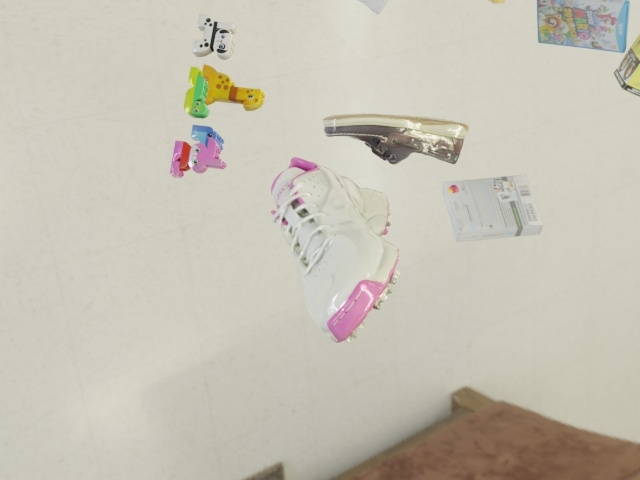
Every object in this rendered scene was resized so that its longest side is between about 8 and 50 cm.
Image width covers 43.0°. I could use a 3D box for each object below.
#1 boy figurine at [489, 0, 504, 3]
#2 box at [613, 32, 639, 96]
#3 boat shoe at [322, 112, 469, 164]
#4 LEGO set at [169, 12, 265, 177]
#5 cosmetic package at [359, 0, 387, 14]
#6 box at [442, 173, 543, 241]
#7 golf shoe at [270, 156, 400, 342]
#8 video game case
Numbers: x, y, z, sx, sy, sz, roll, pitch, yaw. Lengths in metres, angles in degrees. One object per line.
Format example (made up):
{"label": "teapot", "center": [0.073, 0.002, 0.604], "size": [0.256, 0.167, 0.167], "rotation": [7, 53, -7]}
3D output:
{"label": "boy figurine", "center": [0.348, -0.513, 1.510], "size": [0.285, 0.092, 0.177], "rotation": [-27, 152, -27]}
{"label": "box", "center": [0.650, -0.389, 1.536], "size": [0.058, 0.087, 0.232], "rotation": [22, 124, -9]}
{"label": "boat shoe", "center": [0.140, -0.186, 1.502], "size": [0.285, 0.103, 0.092], "rotation": [1, 101, -22]}
{"label": "LEGO set", "center": [-0.131, -0.186, 1.118], "size": [0.087, 0.093, 0.227], "rotation": [52, 46, -79]}
{"label": "cosmetic package", "center": [0.066, -0.568, 1.172], "size": [0.284, 0.097, 0.377], "rotation": [32, 117, -1]}
{"label": "box", "center": [0.372, -0.071, 1.767], "size": [0.186, 0.145, 0.038], "rotation": [-5, 146, -6]}
{"label": "golf shoe", "center": [0.000, 0.000, 0.835], "size": [0.140, 0.306, 0.115], "rotation": [35, 106, -11]}
{"label": "video game case", "center": [0.493, -0.411, 1.534], "size": [0.015, 0.166, 0.119], "rotation": [-63, 153, -26]}
